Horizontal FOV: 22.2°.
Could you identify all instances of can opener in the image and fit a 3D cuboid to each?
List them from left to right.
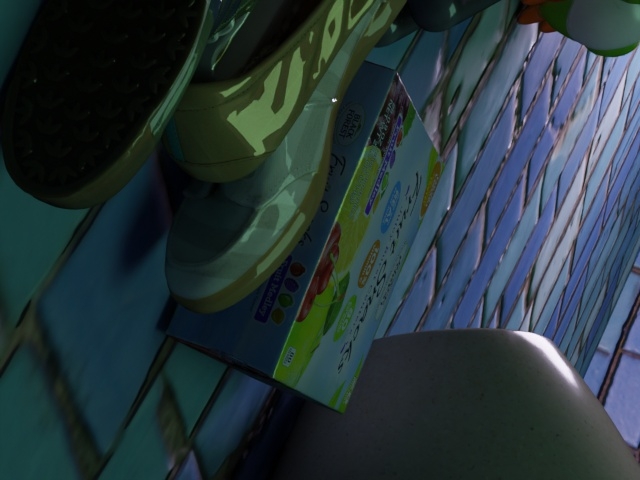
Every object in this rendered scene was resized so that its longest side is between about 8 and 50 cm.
[{"bbox_3d":[0.086,-0.184,1.017,0.280,0.074,0.093,-45,118,-59],"label":"can opener"}]

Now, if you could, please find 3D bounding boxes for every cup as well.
[{"bbox_3d":[0.093,0.195,1.150,0.331,0.331,0.237,58,26,-71],"label":"cup"}]

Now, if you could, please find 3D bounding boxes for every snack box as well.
[{"bbox_3d":[0.000,0.000,0.931,0.207,0.070,0.175,44,67,-75],"label":"snack box"}]

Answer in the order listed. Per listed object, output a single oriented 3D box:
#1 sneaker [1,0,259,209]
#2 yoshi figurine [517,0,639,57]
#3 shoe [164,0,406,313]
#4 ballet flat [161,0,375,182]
[{"bbox_3d":[-0.053,-0.094,0.627,0.192,0.064,0.086,-70,160,-8],"label":"sneaker"},{"bbox_3d":[0.265,-0.251,1.285,0.362,0.203,0.204,49,57,-76],"label":"yoshi figurine"},{"bbox_3d":[-0.025,-0.067,0.784,0.058,0.076,0.219,44,62,-38],"label":"shoe"},{"bbox_3d":[-0.005,-0.133,0.733,0.232,0.080,0.073,-63,151,-22],"label":"ballet flat"}]
